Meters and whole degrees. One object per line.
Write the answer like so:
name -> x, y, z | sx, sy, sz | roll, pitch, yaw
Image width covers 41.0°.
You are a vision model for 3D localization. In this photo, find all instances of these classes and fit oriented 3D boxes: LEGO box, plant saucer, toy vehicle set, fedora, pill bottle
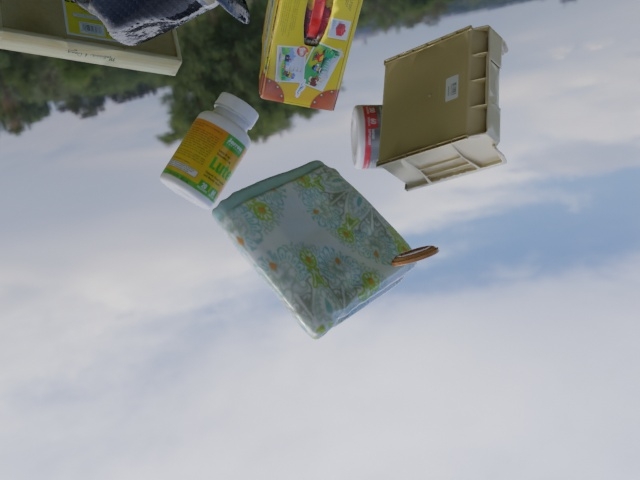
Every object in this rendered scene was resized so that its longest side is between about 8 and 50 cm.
LEGO box -> -0.009, -0.629, 2.040 | 0.193, 0.500, 0.372 | 8, -141, -9
plant saucer -> 0.159, 0.024, 1.440 | 0.083, 0.013, 0.083 | -18, -176, 1
toy vehicle set -> -0.343, -0.334, 1.247 | 0.266, 0.166, 0.035 | 3, 148, -31
fedora -> -0.238, -0.340, 1.064 | 0.152, 0.334, 0.334 | -44, -167, 9
pill bottle -> -0.244, -0.206, 1.936 | 0.246, 0.136, 0.136 | -59, -151, -8
pill bottle -> 0.224, -0.260, 2.141 | 0.283, 0.161, 0.161 | -2, -165, -5

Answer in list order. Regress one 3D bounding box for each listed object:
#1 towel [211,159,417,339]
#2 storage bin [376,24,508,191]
towel -> 0.000, 0.000, 1.721 | 0.374, 0.320, 0.090 | -28, 162, -50
storage bin -> 0.252, -0.267, 1.726 | 0.260, 0.262, 0.123 | -14, 150, 40
